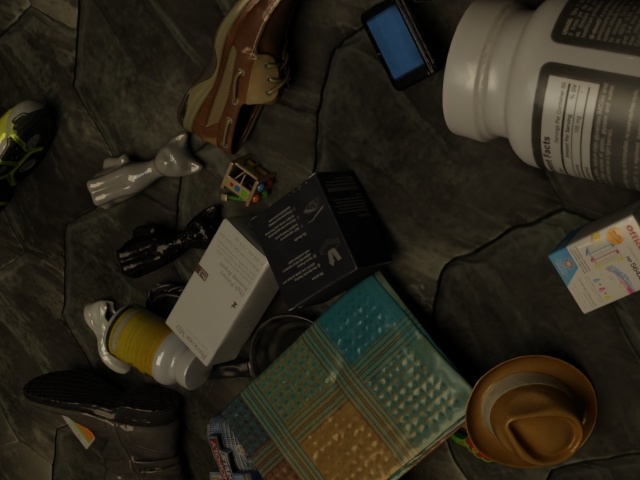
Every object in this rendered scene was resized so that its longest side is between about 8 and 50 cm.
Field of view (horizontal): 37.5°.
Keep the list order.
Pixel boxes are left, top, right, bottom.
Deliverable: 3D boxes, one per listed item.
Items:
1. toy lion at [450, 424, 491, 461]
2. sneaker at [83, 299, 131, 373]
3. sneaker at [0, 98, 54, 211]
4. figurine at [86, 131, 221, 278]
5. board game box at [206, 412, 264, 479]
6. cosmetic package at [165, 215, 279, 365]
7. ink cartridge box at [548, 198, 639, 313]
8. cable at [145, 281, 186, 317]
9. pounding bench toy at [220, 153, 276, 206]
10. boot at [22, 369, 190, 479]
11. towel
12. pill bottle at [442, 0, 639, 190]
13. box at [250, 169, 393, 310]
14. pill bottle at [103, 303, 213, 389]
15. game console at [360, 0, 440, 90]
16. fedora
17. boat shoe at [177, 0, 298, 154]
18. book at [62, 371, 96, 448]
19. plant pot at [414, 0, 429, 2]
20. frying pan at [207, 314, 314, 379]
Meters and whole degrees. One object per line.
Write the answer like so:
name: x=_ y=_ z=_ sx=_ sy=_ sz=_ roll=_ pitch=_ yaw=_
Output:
toy lion: x=0.240 y=0.295 z=1.441 sx=0.100 sy=0.034 sz=0.096 roll=-2 pitch=115 yaw=34
sneaker: x=-0.396 y=0.183 z=1.797 sx=0.061 sy=0.054 sz=0.152 roll=-23 pitch=95 yaw=35
sneaker: x=-0.635 y=-0.153 z=1.760 sx=0.385 sy=0.145 sz=0.147 roll=-37 pitch=87 yaw=36
figurine: x=-0.268 y=-0.062 z=1.600 sx=0.209 sy=0.092 sz=0.214 roll=-17 pitch=98 yaw=29
board game box: x=-0.149 y=0.409 z=1.694 sx=0.194 sy=0.060 sz=0.194 roll=-20 pitch=91 yaw=55
cosmetic package: x=-0.148 y=0.082 z=1.541 sx=0.117 sy=0.085 sz=0.231 roll=42 pitch=115 yaw=24
ink cartridge box: x=0.382 y=0.013 z=1.191 sx=0.143 sy=0.090 sz=0.092 roll=-32 pitch=90 yaw=38
cable: x=-0.252 y=0.158 z=1.702 sx=0.151 sy=0.047 sz=0.184 roll=-28 pitch=97 yaw=42
pounding bench toy: x=-0.117 y=-0.082 z=1.504 sx=0.065 sy=0.052 sz=0.083 roll=37 pitch=125 yaw=15
boot: x=-0.421 y=0.386 z=1.831 sx=0.338 sy=0.118 sz=0.222 roll=9 pitch=115 yaw=20
towel: x=0.039 y=0.255 z=1.445 sx=0.370 sy=0.040 sz=0.271 roll=-45 pitch=67 yaw=19
pill bottle: x=0.338 y=-0.169 z=1.071 sx=0.363 sy=0.210 sz=0.210 roll=17 pitch=118 yaw=27
box: x=0.000 y=0.000 z=1.416 sx=0.156 sy=0.093 sz=0.158 roll=-33 pitch=74 yaw=38
pill bottle: x=-0.278 y=0.187 z=1.631 sx=0.184 sy=0.103 sz=0.103 roll=23 pitch=120 yaw=29
game console: x=0.106 y=-0.270 z=1.272 sx=0.071 sy=0.107 sz=0.122 roll=-27 pitch=94 yaw=9
fedora: x=0.298 y=0.252 z=1.301 sx=0.194 sy=0.079 sz=0.194 roll=-2 pitch=109 yaw=-5
boat shoe: x=-0.096 y=-0.254 z=1.390 sx=0.120 sy=0.122 sz=0.324 roll=42 pitch=134 yaw=5
book: x=-0.469 y=0.347 z=1.925 sx=0.096 sy=0.035 sz=0.144 roll=46 pitch=125 yaw=10
plant pot: x=0.127 y=-0.408 z=1.138 sx=0.167 sy=0.188 sz=0.187 roll=31 pitch=124 yaw=33
frying pan: x=-0.075 y=0.239 z=1.603 sx=0.326 sy=0.053 sz=0.197 roll=-31 pitch=90 yaw=36
